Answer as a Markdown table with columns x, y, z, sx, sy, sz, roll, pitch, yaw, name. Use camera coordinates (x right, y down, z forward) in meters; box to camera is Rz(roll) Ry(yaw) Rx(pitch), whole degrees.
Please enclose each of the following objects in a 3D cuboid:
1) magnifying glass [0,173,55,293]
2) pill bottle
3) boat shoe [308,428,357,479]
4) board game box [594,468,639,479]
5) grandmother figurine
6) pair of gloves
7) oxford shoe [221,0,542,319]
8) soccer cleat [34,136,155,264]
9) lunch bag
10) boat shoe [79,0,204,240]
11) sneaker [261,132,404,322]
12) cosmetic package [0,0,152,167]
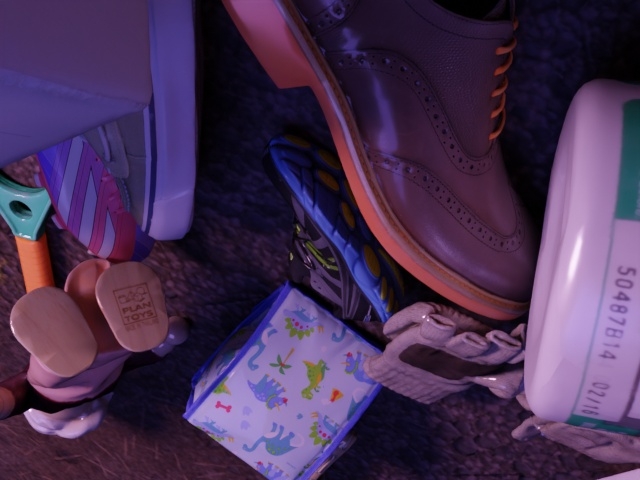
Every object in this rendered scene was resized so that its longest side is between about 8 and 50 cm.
| x | y | z | sx | sy | sz | roll | pitch | yaw | name |
| --- | --- | --- | --- | --- | --- | --- | --- | --- | --- |
| -0.268 | -0.024 | 0.940 | 0.092 | 0.026 | 0.231 | 15 | 137 | 11 | magnifying glass |
| 0.309 | 0.030 | 0.582 | 0.361 | 0.204 | 0.204 | 9 | 135 | 9 | pill bottle |
| -0.006 | 0.229 | 1.046 | 0.048 | 0.056 | 0.153 | 27 | 130 | 6 | boat shoe |
| 0.309 | 0.246 | 0.879 | 0.194 | 0.045 | 0.147 | 29 | 140 | -32 | board game box |
| -0.221 | 0.112 | 0.957 | 0.208 | 0.104 | 0.342 | -9 | 164 | -24 | grandmother figurine |
| 0.159 | 0.113 | 0.815 | 0.240 | 0.042 | 0.204 | 21 | 159 | 0 | pair of gloves |
| 0.076 | -0.086 | 0.650 | 0.133 | 0.130 | 0.363 | -24 | 126 | 24 | oxford shoe |
| -0.178 | -0.079 | 0.808 | 0.095 | 0.083 | 0.248 | -7 | 126 | 24 | soccer cleat |
| -0.027 | 0.125 | 0.926 | 0.129 | 0.096 | 0.151 | 37 | 107 | -13 | lunch bag |
| -0.129 | -0.105 | 0.706 | 0.094 | 0.109 | 0.302 | 3 | 145 | -5 | boat shoe |
| 0.000 | 0.000 | 0.807 | 0.078 | 0.067 | 0.188 | -12 | 129 | 25 | sneaker |
| -0.342 | -0.191 | 0.502 | 0.394 | 0.327 | 0.329 | -15 | 165 | 36 | cosmetic package |
